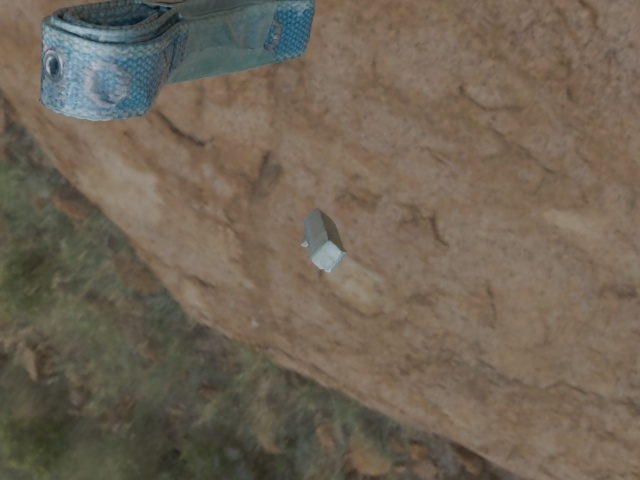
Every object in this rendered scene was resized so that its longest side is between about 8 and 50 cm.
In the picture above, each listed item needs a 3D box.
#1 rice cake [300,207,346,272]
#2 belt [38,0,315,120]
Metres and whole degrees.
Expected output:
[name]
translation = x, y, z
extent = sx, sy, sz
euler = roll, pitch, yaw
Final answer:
[rice cake]
translation = 0.000, 0.000, 1.138
extent = 0.030, 0.042, 0.180
euler = 41, -173, -12
[belt]
translation = -0.098, -0.156, 0.799
extent = 0.087, 0.302, 0.072
euler = 17, 116, 25
